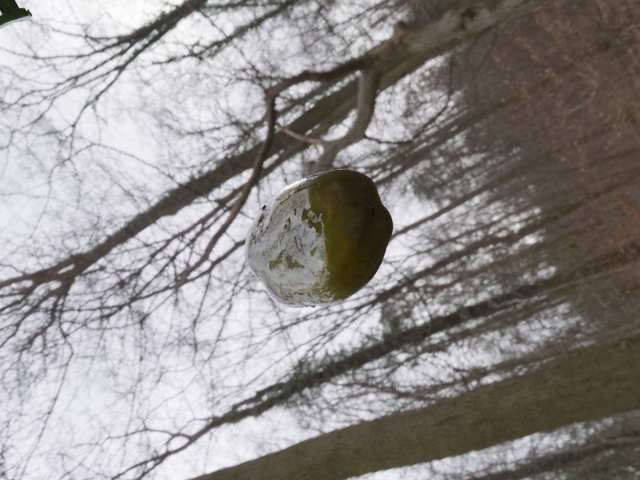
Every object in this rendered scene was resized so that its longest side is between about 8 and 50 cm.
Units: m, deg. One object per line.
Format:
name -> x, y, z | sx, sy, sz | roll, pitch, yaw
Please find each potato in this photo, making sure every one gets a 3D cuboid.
potato -> -0.003, 0.001, 0.838 | 0.155, 0.200, 0.137 | 55, -139, -12

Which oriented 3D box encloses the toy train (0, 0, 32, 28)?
toy train -> -0.254, -0.151, 0.418 | 0.149, 0.081, 0.099 | -91, -23, -74
